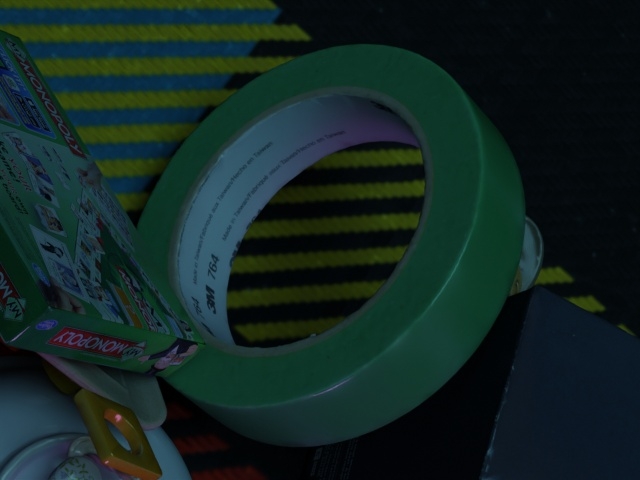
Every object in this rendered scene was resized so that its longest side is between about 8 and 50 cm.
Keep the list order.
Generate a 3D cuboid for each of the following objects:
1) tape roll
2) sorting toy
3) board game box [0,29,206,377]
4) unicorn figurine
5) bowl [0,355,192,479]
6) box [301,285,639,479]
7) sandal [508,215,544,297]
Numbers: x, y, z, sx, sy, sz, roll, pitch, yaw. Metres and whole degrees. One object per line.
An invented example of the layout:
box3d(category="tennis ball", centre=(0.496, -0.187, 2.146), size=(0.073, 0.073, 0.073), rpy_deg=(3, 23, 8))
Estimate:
box3d(category="tape roll", centre=(0.000, 0.000, 1.538), size=(0.077, 0.321, 0.321), rpy_deg=(43, 57, -46))
box3d(category="sorting toy", centre=(-0.208, 0.048, 1.463), size=(0.196, 0.047, 0.347), rpy_deg=(39, 18, -42))
box3d(category="board game box", centre=(-0.225, -0.047, 1.452), size=(0.317, 0.046, 0.213), rpy_deg=(57, 15, 23))
box3d(category="unicorn figurine", centre=(-0.182, 0.205, 1.387), size=(0.111, 0.060, 0.162), rpy_deg=(38, 44, -17))
box3d(category="bowl", centre=(-0.204, 0.222, 1.478), size=(0.298, 0.134, 0.297), rpy_deg=(7, 74, -25))
box3d(category="box", centre=(0.203, 0.212, 1.591), size=(0.343, 0.312, 0.179), rpy_deg=(27, 66, -20))
box3d(category="sandal", centre=(0.143, 0.042, 1.755), size=(0.180, 0.049, 0.072), rpy_deg=(-40, 97, -30))
